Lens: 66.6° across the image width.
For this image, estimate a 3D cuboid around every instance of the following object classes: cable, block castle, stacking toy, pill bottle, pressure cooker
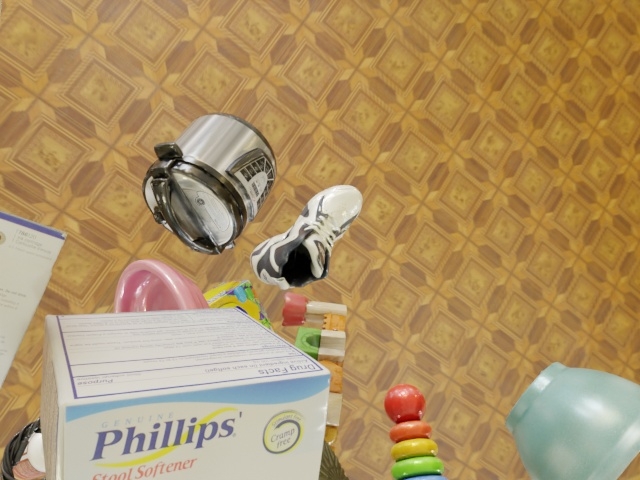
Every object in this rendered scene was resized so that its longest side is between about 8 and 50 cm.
[{"bbox_3d":[-0.646,0.492,1.118,0.184,0.047,0.150,-33,81,-27],"label":"cable"},{"bbox_3d":[-0.064,0.332,1.059,0.213,0.453,0.303,6,108,2],"label":"block castle"},{"bbox_3d":[0.198,0.452,0.979,0.141,0.141,0.330,7,54,-17],"label":"stacking toy"},{"bbox_3d":[-0.770,0.589,1.360,0.121,0.216,0.121,36,40,-37],"label":"pill bottle"},{"bbox_3d":[-0.378,-0.175,1.639,0.370,0.375,0.420,33,49,-7],"label":"pressure cooker"}]

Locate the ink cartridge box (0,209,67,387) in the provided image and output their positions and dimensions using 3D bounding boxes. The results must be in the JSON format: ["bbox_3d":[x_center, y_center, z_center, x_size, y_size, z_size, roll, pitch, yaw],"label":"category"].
[{"bbox_3d":[-0.405,0.103,0.499,0.165,0.065,0.332,25,96,-28],"label":"ink cartridge box"}]

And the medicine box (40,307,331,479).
[{"bbox_3d":[-0.176,0.187,0.580,0.263,0.289,0.149,3,97,-32],"label":"medicine box"}]

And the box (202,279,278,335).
[{"bbox_3d":[-0.289,0.301,1.371,0.290,0.177,0.279,-34,104,-32],"label":"box"}]

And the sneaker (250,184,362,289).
[{"bbox_3d":[0.000,0.000,0.811,0.235,0.153,0.094,-33,115,-13],"label":"sneaker"}]

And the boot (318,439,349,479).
[{"bbox_3d":[-0.067,0.456,0.769,0.269,0.089,0.236,-41,74,15],"label":"boot"}]

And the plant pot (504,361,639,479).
[{"bbox_3d":[0.493,0.364,0.948,0.293,0.196,0.293,-28,139,-28],"label":"plant pot"}]

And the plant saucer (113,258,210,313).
[{"bbox_3d":[-0.314,0.199,1.001,0.084,0.332,0.332,-10,94,-46],"label":"plant saucer"}]
